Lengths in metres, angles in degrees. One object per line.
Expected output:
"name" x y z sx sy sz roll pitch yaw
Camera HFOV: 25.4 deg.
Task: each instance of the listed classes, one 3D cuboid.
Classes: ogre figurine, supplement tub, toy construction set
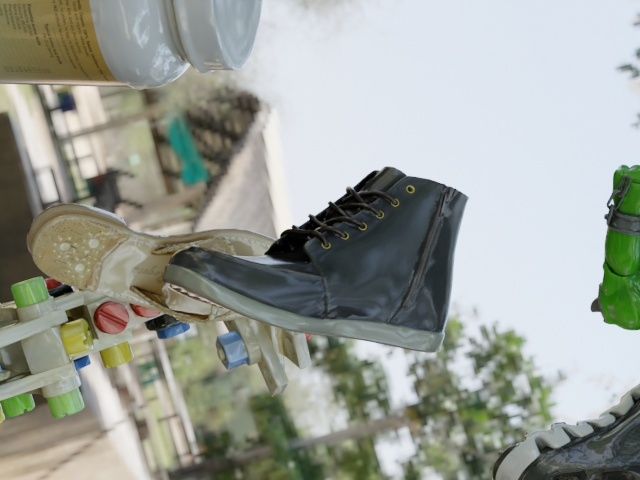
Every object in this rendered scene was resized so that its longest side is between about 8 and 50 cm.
"ogre figurine" 0.279 0.038 1.003 0.097 0.197 0.118 -84 -165 -60
"supplement tub" -0.219 -0.241 1.181 0.228 0.316 0.228 3 90 -80
"toy construction set" -0.177 0.075 1.274 0.215 0.328 0.151 176 -91 -71

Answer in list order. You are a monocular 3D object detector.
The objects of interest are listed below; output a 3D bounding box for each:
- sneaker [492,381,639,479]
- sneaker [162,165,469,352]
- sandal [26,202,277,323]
"sneaker" 0.257 0.166 1.096 0.106 0.234 0.078 52 -21 42
"sneaker" 0.000 0.000 0.938 0.083 0.222 0.118 15 -88 51
"sandal" -0.108 0.036 1.104 0.088 0.240 0.079 -63 -146 20
